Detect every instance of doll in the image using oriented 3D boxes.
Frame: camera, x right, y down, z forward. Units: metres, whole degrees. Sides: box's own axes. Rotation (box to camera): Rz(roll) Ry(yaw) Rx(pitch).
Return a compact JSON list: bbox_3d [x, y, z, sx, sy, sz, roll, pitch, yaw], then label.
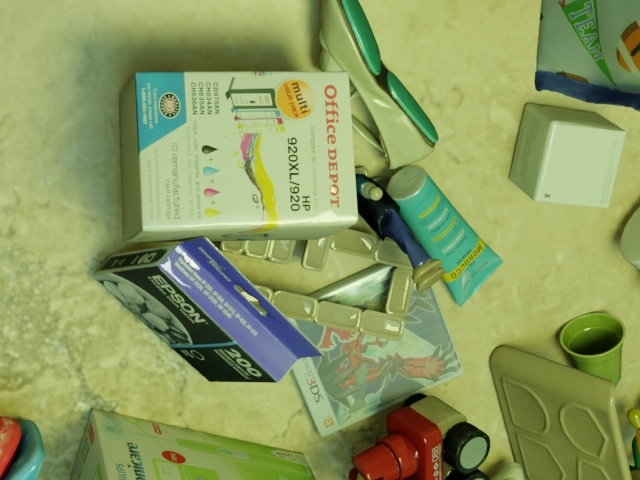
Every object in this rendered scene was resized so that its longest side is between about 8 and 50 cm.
[{"bbox_3d":[0.069,-0.030,1.717,0.046,0.129,0.189,-38,70,-3],"label":"doll"}]

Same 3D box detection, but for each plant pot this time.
[{"bbox_3d":[0.354,0.149,1.914,0.083,0.083,0.079,-23,125,-5],"label":"plant pot"}]

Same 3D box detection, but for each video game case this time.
[{"bbox_3d":[0.059,0.128,1.855,0.201,0.023,0.183,-24,114,-5],"label":"video game case"}]

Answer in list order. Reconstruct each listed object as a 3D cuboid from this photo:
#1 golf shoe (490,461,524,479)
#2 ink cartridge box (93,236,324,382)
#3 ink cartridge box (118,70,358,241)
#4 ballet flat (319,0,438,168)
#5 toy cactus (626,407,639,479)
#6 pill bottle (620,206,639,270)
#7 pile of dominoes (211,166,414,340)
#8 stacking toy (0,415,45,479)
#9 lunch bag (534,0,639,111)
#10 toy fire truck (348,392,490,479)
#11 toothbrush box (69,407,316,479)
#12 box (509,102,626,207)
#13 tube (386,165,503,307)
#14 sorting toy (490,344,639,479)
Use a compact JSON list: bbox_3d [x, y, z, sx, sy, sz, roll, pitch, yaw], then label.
[{"bbox_3d":[0.221,0.360,1.958,0.069,0.086,0.176,30,128,-5],"label":"golf shoe"},{"bbox_3d":[-0.129,0.084,1.699,0.206,0.208,0.045,46,60,-23],"label":"ink cartridge box"},{"bbox_3d":[-0.093,-0.089,1.632,0.233,0.168,0.171,-2,86,-14],"label":"ink cartridge box"},{"bbox_3d":[0.047,-0.184,1.713,0.086,0.086,0.248,-34,115,-1],"label":"ballet flat"},{"bbox_3d":[0.392,0.303,1.928,0.112,0.180,0.219,34,94,-2],"label":"toy cactus"},{"bbox_3d":[0.496,0.044,1.874,0.246,0.136,0.136,33,99,-22],"label":"pill bottle"},{"bbox_3d":[0.000,0.000,1.784,0.251,0.040,0.196,14,89,-21],"label":"pile of dominoes"},{"bbox_3d":[-0.468,0.198,1.674,0.175,0.166,0.302,-46,110,-5],"label":"stacking toy"},{"bbox_3d":[0.400,-0.277,1.259,0.385,0.239,0.328,-9,114,-30],"label":"lunch bag"},{"bbox_3d":[0.090,0.334,1.814,0.246,0.158,0.217,-21,122,-30],"label":"toy fire truck"},{"bbox_3d":[-0.143,0.320,1.773,0.283,0.206,0.122,14,105,-18],"label":"toothbrush box"},{"bbox_3d":[0.295,-0.101,1.796,0.102,0.087,0.101,5,108,-16],"label":"box"},{"bbox_3d":[0.149,-0.007,1.803,0.080,0.052,0.207,-43,130,-3],"label":"tube"},{"bbox_3d":[0.339,0.261,1.834,0.041,0.307,0.229,-26,115,-30],"label":"sorting toy"}]
